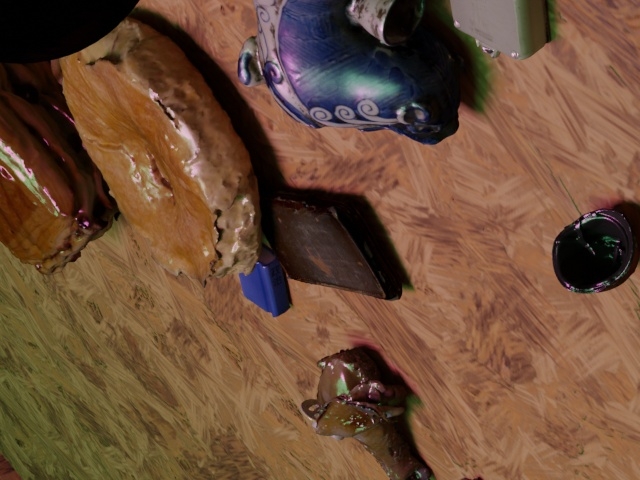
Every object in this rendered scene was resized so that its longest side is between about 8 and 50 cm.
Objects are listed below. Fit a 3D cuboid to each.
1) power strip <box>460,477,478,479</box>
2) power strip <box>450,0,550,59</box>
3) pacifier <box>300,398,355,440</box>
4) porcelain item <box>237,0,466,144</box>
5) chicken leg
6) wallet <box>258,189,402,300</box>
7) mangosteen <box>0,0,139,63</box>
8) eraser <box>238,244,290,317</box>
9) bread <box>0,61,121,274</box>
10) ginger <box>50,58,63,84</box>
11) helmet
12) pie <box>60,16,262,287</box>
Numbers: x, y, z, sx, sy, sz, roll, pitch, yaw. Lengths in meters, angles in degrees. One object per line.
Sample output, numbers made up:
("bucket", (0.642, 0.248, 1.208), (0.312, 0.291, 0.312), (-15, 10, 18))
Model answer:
("power strip", (0.231, 0.374, 1.987), (0.268, 0.034, 0.092), (49, 156, 9))
("power strip", (0.127, -0.221, 1.369), (0.081, 0.035, 0.192), (34, 149, 39))
("pacifier", (0.021, 0.197, 2.125), (0.083, 0.068, 0.064), (27, 114, 14))
("porcelain item", (0.017, -0.197, 1.487), (0.186, 0.138, 0.288), (24, 145, 30))
("chicken leg", (0.053, 0.206, 2.036), (0.125, 0.080, 0.196), (19, 142, 32))
("wallet", (0.000, 0.000, 1.905), (0.232, 0.031, 0.122), (12, 135, 62))
("mangosteen", (-0.275, -0.306, 1.711), (0.297, 0.297, 0.313), (42, -174, 24))
("eraser", (-0.068, 0.041, 2.088), (0.063, 0.027, 0.084), (32, 148, 37))
("bread", (-0.377, -0.129, 2.251), (0.324, 0.167, 0.277), (46, 156, -5))
("ginger", (-0.290, -0.217, 2.127), (0.057, 0.044, 0.137), (64, 157, 16))
("helmet", (0.234, 0.010, 1.470), (0.084, 0.049, 0.065), (-25, 67, 40))
("pie", (-0.178, -0.099, 2.004), (0.339, 0.083, 0.339), (45, 152, 33))
